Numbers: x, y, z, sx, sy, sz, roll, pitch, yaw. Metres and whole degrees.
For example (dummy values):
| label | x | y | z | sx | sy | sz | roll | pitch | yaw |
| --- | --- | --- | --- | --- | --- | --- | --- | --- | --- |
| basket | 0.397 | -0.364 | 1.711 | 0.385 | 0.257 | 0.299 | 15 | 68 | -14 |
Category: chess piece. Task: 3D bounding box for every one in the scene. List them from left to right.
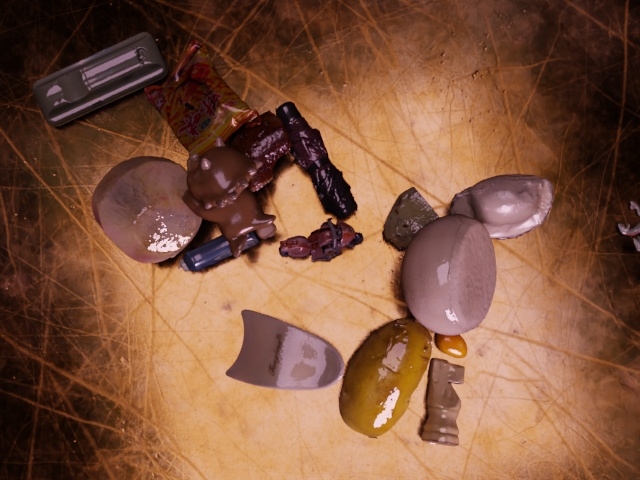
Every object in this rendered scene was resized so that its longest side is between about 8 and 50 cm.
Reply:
| label | x | y | z | sx | sy | sz | roll | pitch | yaw |
| --- | --- | --- | --- | --- | --- | --- | --- | --- | --- |
| chess piece | 0.296 | 0.387 | 1.813 | 0.090 | 0.090 | 0.201 | 8 | 73 | 2 |

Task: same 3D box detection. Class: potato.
| label | x | y | z | sx | sy | sz | roll | pitch | yaw |
| --- | --- | --- | --- | --- | --- | --- | --- | --- | --- |
| potato | 0.153 | 0.315 | 1.787 | 0.172 | 0.140 | 0.300 | 29 | 92 | 2 |

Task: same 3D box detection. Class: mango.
| label | x | y | z | sx | sy | sz | roll | pitch | yaw |
| --- | --- | --- | --- | --- | --- | --- | --- | --- | --- |
| mango | 0.322 | 0.254 | 1.840 | 0.089 | 0.046 | 0.060 | 44 | 88 | -8 |

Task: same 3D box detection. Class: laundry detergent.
| label | x | y | z | sx | sy | sz | roll | pitch | yaw |
| --- | --- | --- | --- | --- | --- | --- | --- | --- | --- |
| laundry detergent | -0.254 | 0.023 | 1.845 | 0.206 | 0.096 | 0.061 | -26 | 94 | -3 |

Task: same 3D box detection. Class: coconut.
| label | x | y | z | sx | sy | sz | roll | pitch | yaw |
| --- | --- | --- | --- | --- | --- | --- | --- | --- | --- |
| coconut | -0.412 | -0.078 | 1.804 | 0.259 | 0.259 | 0.260 | 0 | 84 | 1 |

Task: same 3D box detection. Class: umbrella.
| label | x | y | z | sx | sy | sz | roll | pitch | yaw |
| --- | --- | --- | --- | --- | --- | --- | --- | --- | --- |
| umbrella | -0.013 | -0.201 | 1.869 | 0.090 | 0.094 | 0.326 | -32 | 84 | 16 |

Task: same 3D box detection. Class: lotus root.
| label | x | y | z | sx | sy | sz | roll | pitch | yaw |
| --- | --- | --- | --- | --- | --- | --- | --- | --- | --- |
| lotus root | 0.225 | -0.042 | 1.859 | 0.143 | 0.070 | 0.144 | 43 | 86 | 5 |

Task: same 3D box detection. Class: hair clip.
| label | x | y | z | sx | sy | sz | roll | pitch | yaw |
| --- | --- | --- | --- | --- | --- | --- | --- | --- | --- |
| hair clip | -0.082 | 0.280 | 1.807 | 0.282 | 0.113 | 0.173 | 15 | 84 | 3 |

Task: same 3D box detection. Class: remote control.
| label | x | y | z | sx | sy | sz | roll | pitch | yaw |
| --- | --- | --- | --- | --- | --- | --- | --- | --- | --- |
| remote control | -0.560 | -0.411 | 1.913 | 0.335 | 0.065 | 0.128 | -26 | 86 | -2 |

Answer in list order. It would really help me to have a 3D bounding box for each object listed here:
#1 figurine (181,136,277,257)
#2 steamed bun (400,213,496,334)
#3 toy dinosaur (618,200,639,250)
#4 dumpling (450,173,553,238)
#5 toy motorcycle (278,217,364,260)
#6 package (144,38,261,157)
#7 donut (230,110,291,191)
| label | x | y | z | sx | sy | sz | roll | pitch | yaw |
| --- | --- | --- | --- | --- | --- | --- | --- | --- | --- |
| figurine | -0.193 | -0.111 | 1.713 | 0.247 | 0.173 | 0.177 | 53 | 43 | 2 |
| steamed bun | 0.285 | 0.079 | 1.759 | 0.177 | 0.283 | 0.283 | 0 | 83 | 34 |
| toy dinosaur | 0.826 | -0.015 | 1.855 | 0.167 | 0.053 | 0.242 | -5 | 75 | -7 |
| dumpling | 0.443 | -0.079 | 1.838 | 0.247 | 0.142 | 0.173 | -7 | 115 | 13 |
| toy motorcycle | 0.000 | 0.000 | 1.834 | 0.212 | 0.118 | 0.084 | -10 | 74 | 0 |
| package | -0.292 | -0.331 | 1.865 | 0.223 | 0.108 | 0.288 | -39 | 78 | 17 |
| donut | -0.156 | -0.206 | 1.841 | 0.186 | 0.126 | 0.144 | -34 | 118 | -11 |
